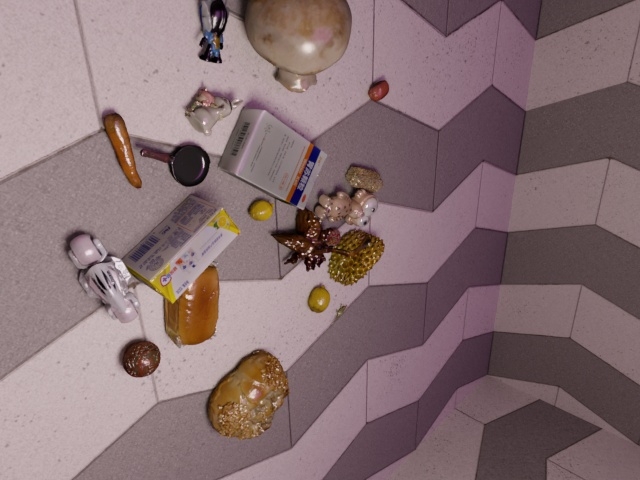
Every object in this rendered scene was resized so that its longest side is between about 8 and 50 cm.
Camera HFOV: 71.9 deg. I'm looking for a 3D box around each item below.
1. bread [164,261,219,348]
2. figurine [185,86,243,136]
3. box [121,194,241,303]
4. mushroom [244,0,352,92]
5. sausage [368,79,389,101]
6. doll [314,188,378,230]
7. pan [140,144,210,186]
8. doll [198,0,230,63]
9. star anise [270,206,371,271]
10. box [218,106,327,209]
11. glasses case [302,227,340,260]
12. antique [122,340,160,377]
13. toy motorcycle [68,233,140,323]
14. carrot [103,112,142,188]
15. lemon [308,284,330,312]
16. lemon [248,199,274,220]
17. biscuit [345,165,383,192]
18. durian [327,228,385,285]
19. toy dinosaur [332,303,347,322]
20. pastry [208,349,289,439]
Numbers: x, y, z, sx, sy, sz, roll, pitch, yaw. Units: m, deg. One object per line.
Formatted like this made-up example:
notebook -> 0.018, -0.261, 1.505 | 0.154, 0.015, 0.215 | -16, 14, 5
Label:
bread -> -0.363, 0.178, 1.263 | 0.136, 0.107, 0.241 | -9, 112, -48
figurine -> -0.281, -0.357, 1.165 | 0.146, 0.081, 0.098 | -50, 135, -21
box -> -0.364, 0.015, 1.157 | 0.265, 0.168, 0.097 | -51, 138, -23
mushroom -> -0.063, -0.568, 1.226 | 0.297, 0.297, 0.290 | -46, 169, -26
sausage -> 0.217, -0.558, 1.639 | 0.094, 0.059, 0.054 | -44, 132, -28
doll -> 0.099, -0.116, 1.643 | 0.278, 0.119, 0.154 | -9, 126, -38
pan -> -0.380, -0.204, 1.146 | 0.212, 0.040, 0.114 | 7, 100, -55
doll -> -0.269, -0.554, 1.116 | 0.096, 0.070, 0.195 | -26, 131, -57
star anise -> 0.001, -0.001, 1.510 | 0.347, 0.148, 0.237 | 4, 96, -8
box -> -0.137, -0.242, 1.344 | 0.299, 0.106, 0.200 | 25, 88, -47
glasses case -> 0.006, 0.011, 1.635 | 0.194, 0.049, 0.073 | -30, 124, -37
antique -> -0.482, 0.321, 1.193 | 0.104, 0.104, 0.104 | -20, 118, -42
toy motorcycle -> -0.513, 0.101, 1.061 | 0.112, 0.112, 0.254 | -38, 125, -31
carrot -> -0.465, -0.208, 1.052 | 0.047, 0.047, 0.191 | -32, 127, -35
lemon -> -0.003, 0.224, 1.683 | 0.082, 0.082, 0.110 | 37, 71, -47
lemon -> -0.183, -0.094, 1.383 | 0.092, 0.065, 0.065 | -30, 125, -34
biscuit -> 0.170, -0.234, 1.701 | 0.169, 0.082, 0.070 | 5, 143, -47
durian -> 0.134, 0.053, 1.752 | 0.187, 0.154, 0.260 | 32, 71, -23
toy dinosaur -> 0.079, 0.301, 1.839 | 0.113, 0.026, 0.041 | -45, 150, -38
pastry -> -0.226, 0.539, 1.505 | 0.311, 0.162, 0.255 | -48, 132, -25
